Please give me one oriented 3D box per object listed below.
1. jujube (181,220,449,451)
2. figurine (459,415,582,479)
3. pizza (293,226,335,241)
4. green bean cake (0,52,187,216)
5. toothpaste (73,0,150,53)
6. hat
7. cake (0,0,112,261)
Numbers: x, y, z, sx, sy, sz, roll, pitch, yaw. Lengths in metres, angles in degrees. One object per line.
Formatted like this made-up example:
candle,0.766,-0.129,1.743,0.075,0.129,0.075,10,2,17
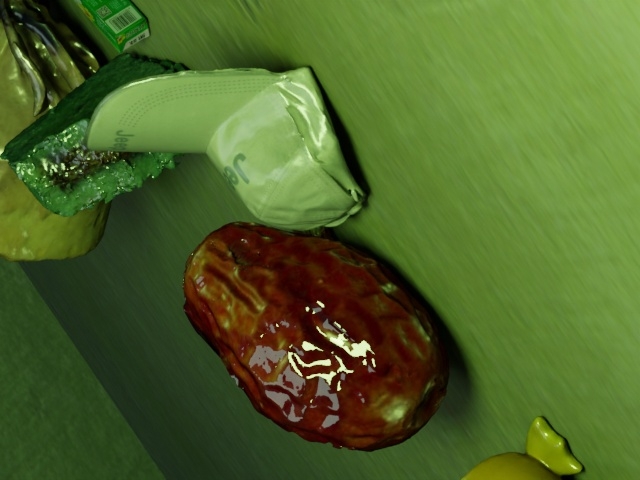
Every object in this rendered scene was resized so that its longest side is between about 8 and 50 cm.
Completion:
jujube,-0.008,0.090,1.775,0.290,0.197,0.197,33,154,28
figurine,0.156,0.296,1.679,0.215,0.228,0.215,24,129,33
pizza,-0.008,-0.012,1.888,0.100,0.029,0.099,66,168,-25
green bean cake,-0.235,-0.108,2.004,0.107,0.208,0.193,60,164,-26
toothpaste,-0.258,-0.283,2.009,0.178,0.043,0.037,48,164,22
hat,-0.090,-0.069,1.717,0.214,0.244,0.149,108,146,-71
cake,-0.380,-0.174,2.228,0.332,0.332,0.321,40,120,40
